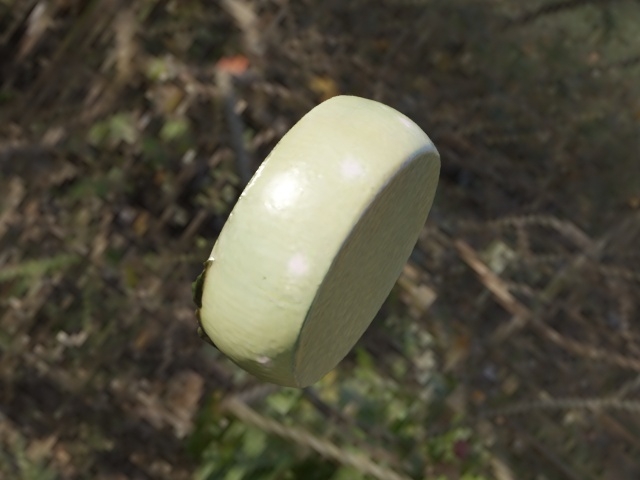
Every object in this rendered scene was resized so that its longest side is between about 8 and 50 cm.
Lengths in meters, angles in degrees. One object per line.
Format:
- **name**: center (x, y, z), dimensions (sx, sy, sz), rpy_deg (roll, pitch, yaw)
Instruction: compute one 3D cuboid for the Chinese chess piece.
- **Chinese chess piece**: center (0.000, 0.000, 0.527), dimensions (0.034, 0.084, 0.084), rpy_deg (31, 12, 15)
